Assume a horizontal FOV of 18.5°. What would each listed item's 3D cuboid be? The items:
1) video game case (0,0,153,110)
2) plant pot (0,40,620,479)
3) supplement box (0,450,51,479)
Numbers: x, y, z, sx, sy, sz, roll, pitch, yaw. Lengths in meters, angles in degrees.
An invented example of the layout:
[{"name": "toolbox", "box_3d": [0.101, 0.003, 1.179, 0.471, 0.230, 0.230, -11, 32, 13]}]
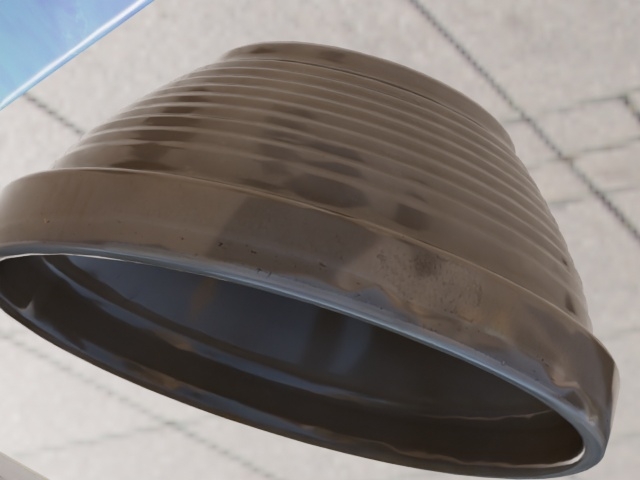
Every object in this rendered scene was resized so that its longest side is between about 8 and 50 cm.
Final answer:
[{"name": "video game case", "box_3d": [0.042, -0.154, 0.441, 0.061, 0.244, 0.269, 52, 146, -10]}, {"name": "plant pot", "box_3d": [0.000, 0.000, 0.724, 0.237, 0.110, 0.237, 15, 164, 4]}, {"name": "supplement box", "box_3d": [-0.106, 0.226, 0.805, 0.356, 0.195, 0.194, 36, 177, -32]}]
